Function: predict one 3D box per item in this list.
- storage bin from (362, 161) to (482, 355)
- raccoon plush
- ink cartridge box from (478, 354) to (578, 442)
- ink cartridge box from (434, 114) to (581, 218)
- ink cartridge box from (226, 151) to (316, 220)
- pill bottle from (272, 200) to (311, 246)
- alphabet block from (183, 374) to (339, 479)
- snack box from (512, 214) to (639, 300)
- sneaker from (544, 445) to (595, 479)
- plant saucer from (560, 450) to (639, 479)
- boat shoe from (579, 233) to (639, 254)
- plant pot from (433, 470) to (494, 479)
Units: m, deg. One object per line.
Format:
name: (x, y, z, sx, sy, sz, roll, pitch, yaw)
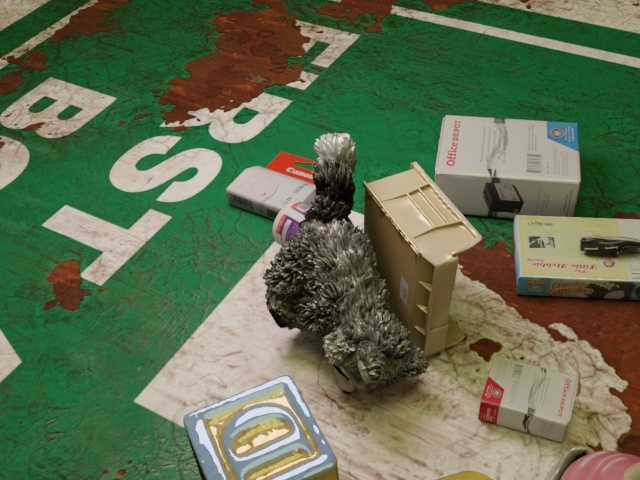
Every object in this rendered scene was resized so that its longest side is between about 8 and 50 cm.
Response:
storage bin: (0.185, 0.040, 1.519, 0.123, 0.262, 0.260, -17, 45, -18)
raccoon plush: (0.057, 0.059, 1.423, 0.216, 0.446, 0.299, -20, 31, -33)
ink cartridge box: (0.366, 0.278, 1.403, 0.150, 0.063, 0.109, 14, 46, 18)
ink cartridge box: (0.423, -0.166, 1.816, 0.307, 0.129, 0.223, 5, 45, 11)
ink cartridge box: (-0.082, -0.144, 1.897, 0.189, 0.066, 0.232, 19, 53, 24)
pill bottle: (0.000, 0.000, 1.697, 0.193, 0.108, 0.108, 30, 54, 31)
alphabet block: (-0.087, 0.366, 1.258, 0.192, 0.197, 0.193, -18, 45, -15)
snack box: (0.565, 0.034, 1.642, 0.322, 0.060, 0.187, 3, 44, 8)
sneaker: (0.356, 0.450, 1.169, 0.122, 0.146, 0.330, 9, 47, 13)
plant saucer: (0.470, 0.437, 1.088, 0.332, 0.084, 0.332, 23, 42, -23)
boat shoe: (0.583, 0.009, 1.594, 0.125, 0.038, 0.046, 5, 2, 3)
plant pot: (0.160, 0.450, 1.129, 0.239, 0.254, 0.254, -19, 43, -35)
